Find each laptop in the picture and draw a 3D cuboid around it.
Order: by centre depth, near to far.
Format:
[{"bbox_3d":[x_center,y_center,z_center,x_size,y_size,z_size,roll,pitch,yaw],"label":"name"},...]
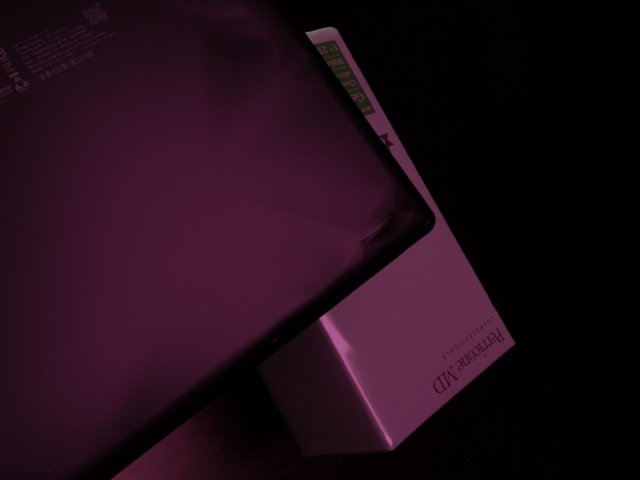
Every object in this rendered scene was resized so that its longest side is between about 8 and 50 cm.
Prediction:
[{"bbox_3d":[-0.217,-0.050,0.404,0.382,0.236,0.408,-36,89,-20],"label":"laptop"}]

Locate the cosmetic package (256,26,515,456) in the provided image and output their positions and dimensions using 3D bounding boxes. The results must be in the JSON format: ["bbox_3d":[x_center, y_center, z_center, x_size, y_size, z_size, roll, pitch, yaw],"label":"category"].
[{"bbox_3d":[0.000,0.000,0.582,0.197,0.155,0.365,-28,86,-36],"label":"cosmetic package"}]
